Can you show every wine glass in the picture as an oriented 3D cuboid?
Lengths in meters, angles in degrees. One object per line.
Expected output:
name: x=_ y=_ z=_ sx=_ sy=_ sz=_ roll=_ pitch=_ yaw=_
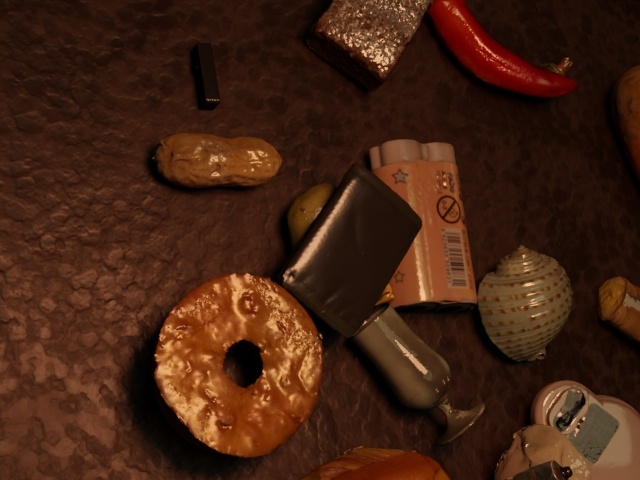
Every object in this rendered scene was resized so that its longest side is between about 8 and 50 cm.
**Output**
wine glass: x=0.154 y=0.214 z=1.789 sx=0.231 sy=0.103 sz=0.103 roll=49 pitch=57 yaw=0

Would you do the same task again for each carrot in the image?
carrot: x=0.708 y=-0.190 z=2.165 sx=0.224 sy=0.224 sz=0.341 roll=-15 pitch=86 yaw=-31

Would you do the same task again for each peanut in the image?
peanut: x=-0.161 y=-0.124 z=1.758 sx=0.214 sy=0.099 sz=0.099 roll=3 pitch=71 yaw=-33

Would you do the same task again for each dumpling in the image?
dumpling: x=0.370 y=0.427 z=1.797 sx=0.172 sy=0.142 sz=0.247 roll=11 pitch=83 yaw=-23

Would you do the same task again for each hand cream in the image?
hand cream: x=0.278 y=0.405 z=1.727 sx=0.052 sy=0.248 sz=0.075 roll=42 pitch=28 yaw=-53

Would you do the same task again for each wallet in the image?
wallet: x=0.048 y=0.016 z=1.748 sx=0.168 sy=0.052 sz=0.245 roll=41 pitch=68 yaw=-19

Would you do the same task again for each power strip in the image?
power strip: x=-0.191 y=-0.271 z=1.820 sx=0.029 sy=0.038 sz=0.111 roll=-2 pitch=72 yaw=-27

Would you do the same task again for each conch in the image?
conch: x=0.372 y=0.108 z=1.918 sx=0.172 sy=0.131 sz=0.200 roll=-23 pitch=86 yaw=-51

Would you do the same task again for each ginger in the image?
ginger: x=0.639 y=0.167 z=2.065 sx=0.263 sy=0.116 sz=0.109 roll=34 pitch=19 yaw=-8

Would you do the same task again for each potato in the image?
potato: x=0.000 y=0.000 z=1.796 sx=0.105 sy=0.085 sz=0.188 roll=-6 pitch=79 yaw=-11

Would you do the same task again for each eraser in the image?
eraser: x=0.183 y=-0.024 z=1.902 sx=0.171 sy=0.087 sz=0.290 roll=3 pitch=72 yaw=-29

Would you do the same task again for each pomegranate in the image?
pomegranate: x=0.450 y=-0.317 z=2.148 sx=0.073 sy=0.084 sz=0.073 roll=13 pitch=60 yaw=-24

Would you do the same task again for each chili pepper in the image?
chili pepper: x=0.315 y=-0.368 z=2.085 sx=0.368 sy=0.092 sz=0.137 roll=42 pitch=64 yaw=-5

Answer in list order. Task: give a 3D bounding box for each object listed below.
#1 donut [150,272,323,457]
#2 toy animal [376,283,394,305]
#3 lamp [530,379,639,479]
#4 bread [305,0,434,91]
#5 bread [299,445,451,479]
donut: x=-0.130 y=0.191 z=1.641 sx=0.277 sy=0.108 sz=0.277 roll=10 pitch=67 yaw=-25
toy animal: x=0.063 y=0.032 z=1.832 sx=0.083 sy=0.070 sz=0.159 roll=-17 pitch=72 yaw=7
lamp: x=0.461 y=0.343 z=1.901 sx=0.246 sy=0.108 sz=0.179 roll=41 pitch=72 yaw=-7
bread: x=0.137 y=-0.476 z=1.983 sx=0.165 sy=0.113 sz=0.416 roll=30 pitch=72 yaw=-2
bread: x=0.073 y=0.417 z=1.641 sx=0.288 sy=0.156 sz=0.204 roll=-16 pitch=82 yaw=-33
